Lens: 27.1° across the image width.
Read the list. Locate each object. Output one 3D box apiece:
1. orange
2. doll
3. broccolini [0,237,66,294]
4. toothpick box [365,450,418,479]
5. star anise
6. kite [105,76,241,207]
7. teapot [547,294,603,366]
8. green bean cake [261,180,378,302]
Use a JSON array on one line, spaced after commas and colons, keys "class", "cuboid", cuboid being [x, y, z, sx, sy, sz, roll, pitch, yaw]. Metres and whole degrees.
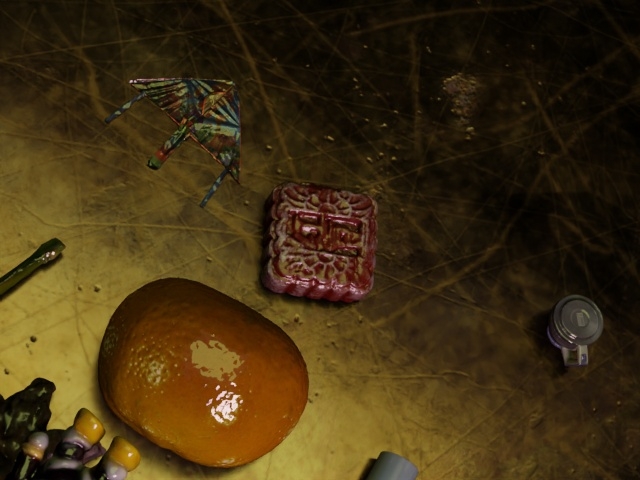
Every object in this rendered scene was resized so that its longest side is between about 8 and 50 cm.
[{"class": "orange", "cuboid": [-0.127, 0.146, 1.443, 0.237, 0.158, 0.179, 31, 83, -5]}, {"class": "doll", "cuboid": [-0.299, 0.314, 1.294, 0.145, 0.103, 0.316, 41, 77, -9]}, {"class": "broccolini", "cuboid": [-0.397, 0.071, 1.471, 0.254, 0.071, 0.057, -35, 42, -29]}, {"class": "toothpick box", "cuboid": [0.072, 0.288, 1.507, 0.052, 0.052, 0.083, 32, 66, -3]}, {"class": "star anise", "cuboid": [-0.344, 0.243, 1.385, 0.236, 0.109, 0.223, -38, 89, -25]}, {"class": "kite", "cuboid": [-0.154, -0.143, 1.611, 0.183, 0.010, 0.160, 42, 67, 1]}, {"class": "teapot", "cuboid": [0.309, 0.115, 1.626, 0.066, 0.057, 0.088, -1, 69, -14]}, {"class": "green bean cake", "cuboid": [0.000, 0.000, 1.581, 0.135, 0.056, 0.136, 7, 71, -11]}]
